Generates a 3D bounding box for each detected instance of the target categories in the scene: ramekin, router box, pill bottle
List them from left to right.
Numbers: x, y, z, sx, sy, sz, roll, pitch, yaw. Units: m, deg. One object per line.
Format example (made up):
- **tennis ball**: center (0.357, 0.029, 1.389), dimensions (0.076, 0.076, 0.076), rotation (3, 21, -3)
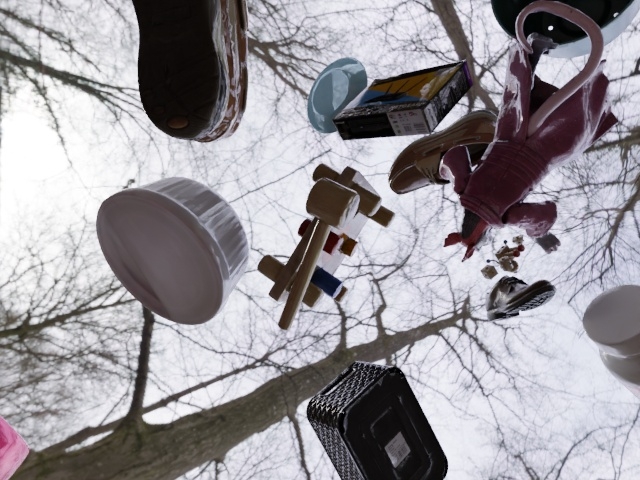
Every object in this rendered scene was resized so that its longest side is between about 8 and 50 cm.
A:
- **ramekin**: center (-0.253, 0.010, 0.804), dimensions (0.273, 0.127, 0.272), rotation (14, -54, 20)
- **router box**: center (0.124, -0.215, 0.699), dimensions (0.179, 0.133, 0.046), rotation (9, -40, 48)
- **pill bottle**: center (0.642, 0.223, 0.823), dimensions (0.318, 0.176, 0.176), rotation (39, -63, -13)

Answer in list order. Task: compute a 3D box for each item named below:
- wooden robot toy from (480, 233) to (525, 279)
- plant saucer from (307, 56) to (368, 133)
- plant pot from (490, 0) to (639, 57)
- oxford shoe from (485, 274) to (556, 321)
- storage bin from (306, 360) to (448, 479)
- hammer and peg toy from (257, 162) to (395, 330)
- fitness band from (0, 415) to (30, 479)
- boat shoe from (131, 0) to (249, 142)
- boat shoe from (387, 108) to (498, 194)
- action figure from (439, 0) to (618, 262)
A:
- **wooden robot toy**: center (0.501, 0.059, 1.178), dimensions (0.079, 0.173, 0.076), rotation (57, -28, -13)
- **plant saucer**: center (0.034, -0.362, 1.111), dimensions (0.037, 0.195, 0.195), rotation (44, -65, 33)
- **plant pot**: center (0.551, -0.536, 0.971), dimensions (0.293, 0.235, 0.293), rotation (2, -87, 37)
- **oxford shoe**: center (0.436, 0.119, 1.013), dimensions (0.227, 0.083, 0.096), rotation (123, -39, -65)
- **storage bin**: center (0.079, 0.271, 0.610), dimensions (0.084, 0.122, 0.180), rotation (-17, -77, 58)
- **hammer and peg toy**: center (0.000, 0.000, 0.783), dimensions (0.127, 0.361, 0.266), rotation (33, -84, 17)
- **fitness band**: center (-0.344, 0.103, 0.344), dimensions (0.209, 0.054, 0.290), rotation (14, -45, 18)
- **boat shoe**: center (-0.142, -0.271, 0.516), dimensions (0.123, 0.120, 0.323), rotation (1, -88, 16)
- **boat shoe**: center (0.298, -0.200, 1.127), dimensions (0.324, 0.123, 0.116), rotation (-33, -146, 41)
- **action figure**: center (0.328, -0.122, 0.721), dimensions (0.248, 0.276, 0.370), rotation (32, -89, 18)
